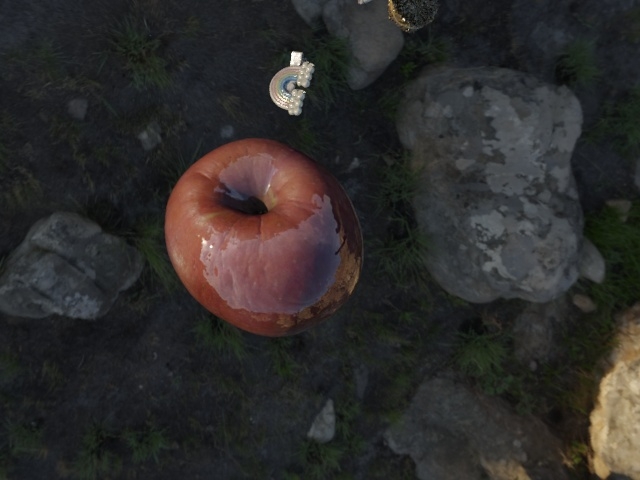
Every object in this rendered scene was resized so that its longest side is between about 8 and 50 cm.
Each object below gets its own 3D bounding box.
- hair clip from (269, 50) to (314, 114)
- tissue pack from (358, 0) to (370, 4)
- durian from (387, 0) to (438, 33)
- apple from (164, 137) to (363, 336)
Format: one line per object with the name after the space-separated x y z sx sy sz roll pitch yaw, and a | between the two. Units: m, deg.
-0.097 -0.529 1.646 0.140 0.054 0.220 15 82 18 | hair clip
0.198 -0.862 1.436 0.242 0.344 0.125 -20 133 25 | tissue pack
0.289 -0.769 1.559 0.166 0.196 0.196 -29 118 -14 | durian
-0.082 -0.001 0.749 0.305 0.306 0.235 -17 148 -12 | apple
